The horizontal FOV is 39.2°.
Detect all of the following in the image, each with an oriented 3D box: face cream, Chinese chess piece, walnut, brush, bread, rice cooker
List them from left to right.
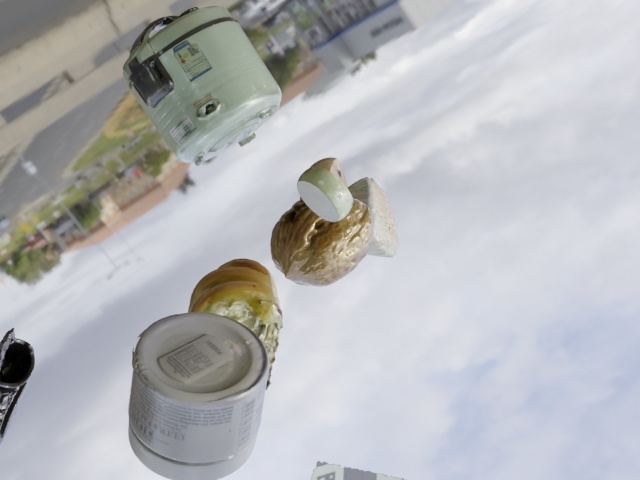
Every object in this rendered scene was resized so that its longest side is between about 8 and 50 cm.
[{"bbox_3d":[-0.162,0.202,1.183,0.177,0.177,0.152,-54,159,-53],"label":"face cream"},{"bbox_3d":[-0.203,-0.262,1.496,0.226,0.244,0.226,-31,-177,2],"label":"rice cooker"},{"bbox_3d":[-0.218,0.195,2.091,0.270,0.211,0.315,-112,-146,-57],"label":"bread"},{"bbox_3d":[0.000,0.000,1.499,0.184,0.155,0.155,-43,-165,-28],"label":"walnut"},{"bbox_3d":[0.006,-0.064,1.227,0.034,0.084,0.084,-47,-164,-20],"label":"Chinese chess piece"},{"bbox_3d":[0.057,-0.075,1.904,0.166,0.174,0.266,-18,-119,22],"label":"brush"}]

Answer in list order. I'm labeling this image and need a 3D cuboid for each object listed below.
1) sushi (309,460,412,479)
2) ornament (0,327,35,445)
[{"bbox_3d":[0.038,0.395,1.078,0.050,0.290,0.264,19,-95,52],"label":"sushi"},{"bbox_3d":[-0.612,0.295,1.687,0.260,0.106,0.251,-28,-138,66],"label":"ornament"}]
